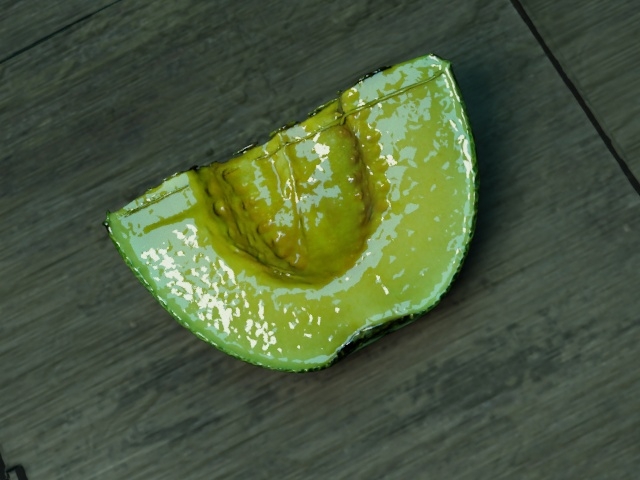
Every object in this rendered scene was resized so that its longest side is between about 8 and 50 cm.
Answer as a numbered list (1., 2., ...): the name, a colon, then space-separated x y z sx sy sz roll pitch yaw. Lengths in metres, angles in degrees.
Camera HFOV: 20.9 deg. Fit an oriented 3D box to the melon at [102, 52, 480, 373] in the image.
1. melon: 0.000 0.000 1.239 0.265 0.129 0.169 -26 85 -4
